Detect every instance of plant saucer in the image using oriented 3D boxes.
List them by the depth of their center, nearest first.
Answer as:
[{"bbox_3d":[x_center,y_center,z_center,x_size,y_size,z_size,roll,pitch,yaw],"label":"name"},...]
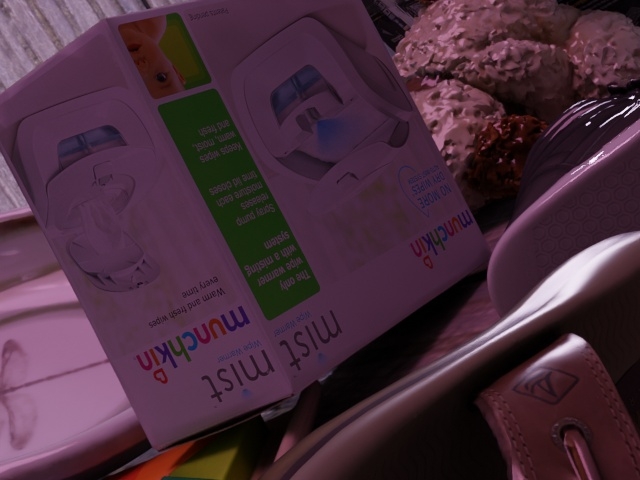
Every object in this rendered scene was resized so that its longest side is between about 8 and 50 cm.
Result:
[{"bbox_3d":[-0.226,0.097,0.943,0.400,0.100,0.400,-9,28,5],"label":"plant saucer"}]

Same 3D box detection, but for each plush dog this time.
[{"bbox_3d":[0.116,-0.105,1.055,0.262,0.210,0.225,-24,36,47],"label":"plush dog"}]

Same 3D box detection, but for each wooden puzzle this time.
[{"bbox_3d":[-0.112,0.168,0.711,0.238,0.044,0.221,-31,9,14],"label":"wooden puzzle"}]

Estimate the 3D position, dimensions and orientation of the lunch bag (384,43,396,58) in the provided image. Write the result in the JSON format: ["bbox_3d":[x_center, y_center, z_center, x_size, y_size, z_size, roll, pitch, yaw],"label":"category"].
[{"bbox_3d":[0.185,-0.210,1.432,0.262,0.160,0.223,-25,0,-31],"label":"lunch bag"}]

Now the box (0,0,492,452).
[{"bbox_3d":[-0.041,-0.029,0.807,0.127,0.231,0.262,-27,-1,36],"label":"box"}]

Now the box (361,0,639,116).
[{"bbox_3d":[0.185,-0.234,1.112,0.307,0.242,0.076,-25,34,48],"label":"box"}]

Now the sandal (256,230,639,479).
[{"bbox_3d":[0.067,0.079,0.336,0.086,0.120,0.303,-5,26,44],"label":"sandal"}]

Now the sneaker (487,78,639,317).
[{"bbox_3d":[0.211,-0.067,0.647,0.295,0.104,0.147,-35,12,16],"label":"sneaker"}]
